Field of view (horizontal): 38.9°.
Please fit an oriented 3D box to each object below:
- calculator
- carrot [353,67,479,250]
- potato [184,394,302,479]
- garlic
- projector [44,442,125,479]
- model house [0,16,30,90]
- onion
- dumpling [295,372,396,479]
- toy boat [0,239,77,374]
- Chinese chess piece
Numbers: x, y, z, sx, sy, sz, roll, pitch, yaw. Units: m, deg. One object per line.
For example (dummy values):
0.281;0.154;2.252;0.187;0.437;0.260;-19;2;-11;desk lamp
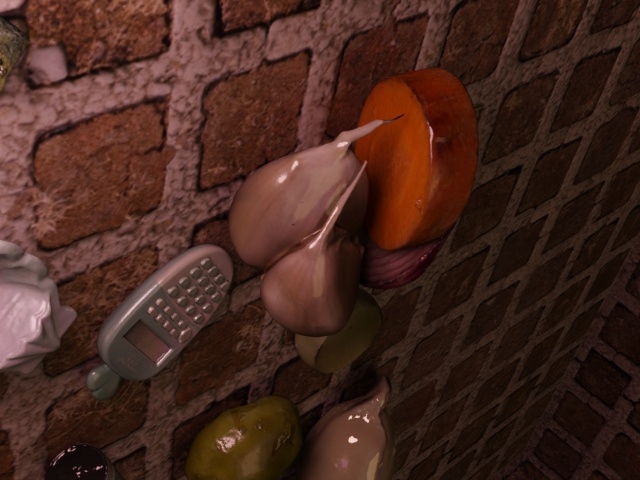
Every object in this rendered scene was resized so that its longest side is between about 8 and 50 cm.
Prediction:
-0.247;0.123;1.383;0.295;0.042;0.184;-46;151;-11;calculator
0.129;-0.119;1.404;0.100;0.258;0.307;-3;143;-27;carrot
-0.141;0.399;1.749;0.253;0.148;0.186;-39;152;-19;potato
0.000;0.000;1.337;0.246;0.231;0.340;-9;150;-21;garlic
-0.365;0.458;1.554;0.108;0.108;0.337;-38;150;-19;projector
-0.329;-0.179;0.880;0.083;0.066;0.079;-52;153;2;model house
0.164;-0.008;1.563;0.111;0.247;0.250;40;92;-30;onion
0.073;0.482;2.147;0.315;0.233;0.394;-63;172;-77;dumpling
-0.407;0.073;1.040;0.199;0.100;0.290;-48;150;-1;toy boat
0.035;0.176;1.797;0.188;0.083;0.188;-31;146;-23;Chinese chess piece
